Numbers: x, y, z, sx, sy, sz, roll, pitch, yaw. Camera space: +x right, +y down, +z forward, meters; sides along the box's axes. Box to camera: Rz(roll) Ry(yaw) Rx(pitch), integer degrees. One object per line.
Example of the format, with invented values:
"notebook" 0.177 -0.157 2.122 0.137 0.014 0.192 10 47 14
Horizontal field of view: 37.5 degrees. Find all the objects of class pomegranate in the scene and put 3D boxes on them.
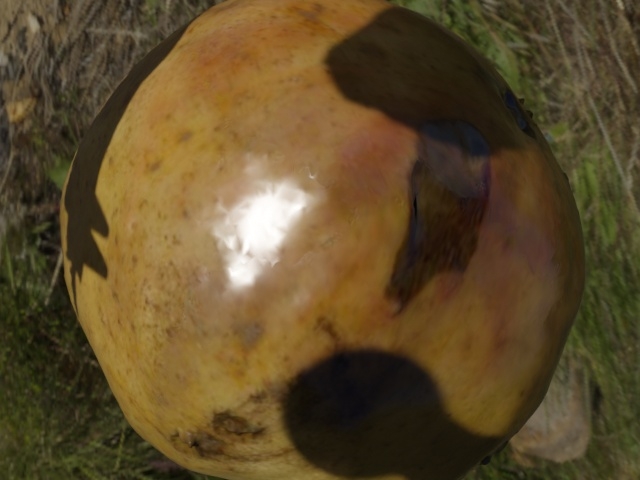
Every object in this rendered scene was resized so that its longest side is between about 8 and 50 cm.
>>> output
"pomegranate" 0.000 0.000 0.509 0.281 0.281 0.281 -9 121 -15
